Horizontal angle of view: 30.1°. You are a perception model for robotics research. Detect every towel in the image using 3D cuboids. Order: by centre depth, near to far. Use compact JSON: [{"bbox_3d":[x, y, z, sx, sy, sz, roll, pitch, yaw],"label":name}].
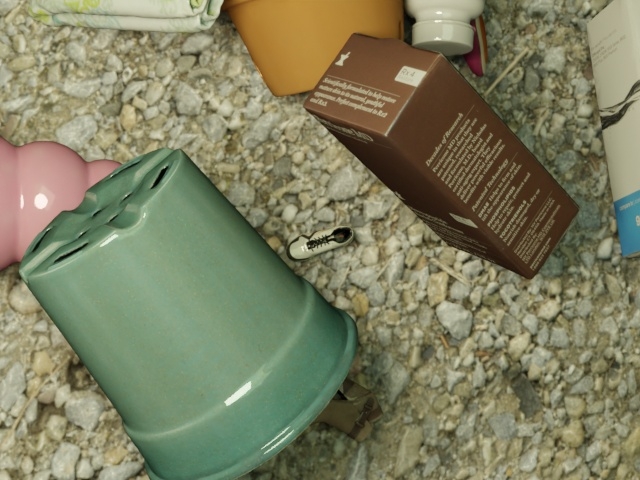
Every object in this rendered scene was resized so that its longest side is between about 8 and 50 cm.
[{"bbox_3d":[-0.242,-0.451,1.664,0.090,0.375,0.320,32,74,-48],"label":"towel"}]

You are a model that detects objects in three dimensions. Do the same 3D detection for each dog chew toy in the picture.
[{"bbox_3d":[-0.401,-0.049,1.637,0.332,0.206,0.206,0,81,-18],"label":"dog chew toy"}]

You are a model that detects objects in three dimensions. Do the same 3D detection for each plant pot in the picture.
[{"bbox_3d":[-0.181,0.083,1.518,0.341,0.341,0.334,-41,112,-13],"label":"plant pot"},{"bbox_3d":[0.000,-0.330,1.716,0.291,0.291,0.203,-18,100,-12],"label":"plant pot"}]

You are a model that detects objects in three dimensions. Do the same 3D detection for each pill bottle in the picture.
[{"bbox_3d":[0.183,-0.392,1.755,0.124,0.124,0.221,5,85,-9],"label":"pill bottle"}]

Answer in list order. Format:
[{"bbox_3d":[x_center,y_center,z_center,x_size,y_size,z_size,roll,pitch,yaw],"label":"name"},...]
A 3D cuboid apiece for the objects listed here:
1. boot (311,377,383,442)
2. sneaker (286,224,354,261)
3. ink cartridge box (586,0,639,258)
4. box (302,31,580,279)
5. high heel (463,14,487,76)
[{"bbox_3d":[0.032,0.260,1.734,0.118,0.042,0.087,-42,97,-6],"label":"boot"},{"bbox_3d":[0.000,0.000,1.768,0.109,0.044,0.040,-21,87,-11],"label":"sneaker"},{"bbox_3d":[0.597,-0.187,1.836,0.286,0.166,0.394,-6,81,-11],"label":"ink cartridge box"},{"bbox_3d":[0.174,-0.112,1.643,0.381,0.191,0.143,42,80,-38],"label":"box"},{"bbox_3d":[0.185,-0.365,1.855,0.117,0.082,0.244,-14,96,16],"label":"high heel"}]
